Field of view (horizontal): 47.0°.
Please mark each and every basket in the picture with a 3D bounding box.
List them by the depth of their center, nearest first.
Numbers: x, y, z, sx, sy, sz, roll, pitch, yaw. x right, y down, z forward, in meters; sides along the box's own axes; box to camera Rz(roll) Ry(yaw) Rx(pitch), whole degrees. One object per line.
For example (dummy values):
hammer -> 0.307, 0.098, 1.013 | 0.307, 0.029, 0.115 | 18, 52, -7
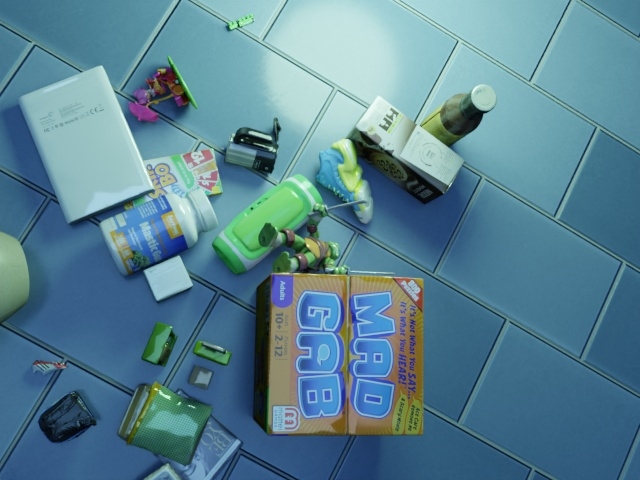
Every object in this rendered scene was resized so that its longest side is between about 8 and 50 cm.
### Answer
basket -> -0.403, 0.633, 1.789 | 0.167, 0.103, 0.113 | -37, 91, -6

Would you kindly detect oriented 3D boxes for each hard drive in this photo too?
hard drive -> -0.602, -0.245, 1.896 | 0.233, 0.047, 0.353 | -23, 84, -6

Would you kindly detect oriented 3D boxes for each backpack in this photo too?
backpack -> -0.620, 0.436, 1.791 | 0.114, 0.084, 0.105 | -34, 89, -19

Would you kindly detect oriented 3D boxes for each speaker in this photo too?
speaker -> -0.138, -0.044, 1.939 | 0.296, 0.131, 0.131 | -40, 91, -14

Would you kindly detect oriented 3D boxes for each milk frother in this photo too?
milk frother -> -0.178, -0.269, 1.988 | 0.134, 0.129, 0.143 | 14, 36, -10

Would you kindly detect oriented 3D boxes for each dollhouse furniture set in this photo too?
dollhouse furniture set -> -0.359, 0.381, 1.801 | 0.197, 0.151, 0.301 | 21, 76, -1

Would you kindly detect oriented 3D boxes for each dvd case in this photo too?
dvd case -> -0.332, 0.510, 1.874 | 0.221, 0.018, 0.164 | 42, 76, -3

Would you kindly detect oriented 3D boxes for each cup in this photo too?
cup -> -0.823, 0.090, 1.711 | 0.237, 0.331, 0.331 | -9, 83, -38

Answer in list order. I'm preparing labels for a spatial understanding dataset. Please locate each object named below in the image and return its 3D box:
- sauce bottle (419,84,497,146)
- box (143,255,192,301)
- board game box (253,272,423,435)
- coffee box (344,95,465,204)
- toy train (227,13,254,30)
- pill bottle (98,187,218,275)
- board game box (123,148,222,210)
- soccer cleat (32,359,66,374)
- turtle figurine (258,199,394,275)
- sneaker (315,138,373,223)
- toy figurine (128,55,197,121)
sauce bottle -> 0.364, -0.326, 1.969 | 0.111, 0.344, 0.111 | 1, 84, -12
box -> -0.388, 0.100, 1.878 | 0.102, 0.101, 0.087 | -23, 87, -14
board game box -> 0.029, 0.277, 1.805 | 0.356, 0.356, 0.356 | 2, 82, -10
coffee box -> 0.224, -0.242, 2.019 | 0.297, 0.168, 0.119 | 35, 77, -4
toy train -> -0.221, -0.610, 2.060 | 0.083, 0.017, 0.024 | -26, 97, -14
pill bottle -> -0.406, -0.030, 1.868 | 0.272, 0.152, 0.152 | -25, 87, -13
board game box -> -0.399, -0.160, 1.951 | 0.259, 0.039, 0.124 | -12, 84, -10
soccer cleat -> -0.673, 0.317, 1.829 | 0.083, 0.029, 0.036 | 6, 90, -7
turtle figurine -> 0.000, 0.000, 1.851 | 0.266, 0.274, 0.198 | -4, 93, -47
sneaker -> 0.063, -0.154, 2.029 | 0.126, 0.091, 0.240 | -13, 99, 20
toy figurine -> -0.434, -0.387, 1.947 | 0.159, 0.130, 0.173 | -28, 66, -5
